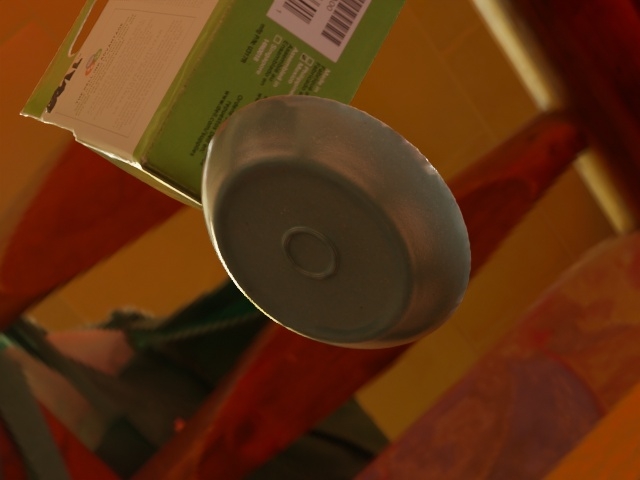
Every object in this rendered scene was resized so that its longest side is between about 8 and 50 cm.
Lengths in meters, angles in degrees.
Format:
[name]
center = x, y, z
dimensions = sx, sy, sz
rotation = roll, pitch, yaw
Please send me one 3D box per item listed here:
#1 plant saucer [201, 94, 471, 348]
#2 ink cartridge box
[plant saucer]
center = 0.000, 0.000, 0.577
dimensions = 0.119, 0.119, 0.021
rotation = -12, 27, 37
[ink cartridge box]
center = -0.074, -0.123, 0.920
dimensions = 0.189, 0.097, 0.255
rotation = -61, 28, -4
